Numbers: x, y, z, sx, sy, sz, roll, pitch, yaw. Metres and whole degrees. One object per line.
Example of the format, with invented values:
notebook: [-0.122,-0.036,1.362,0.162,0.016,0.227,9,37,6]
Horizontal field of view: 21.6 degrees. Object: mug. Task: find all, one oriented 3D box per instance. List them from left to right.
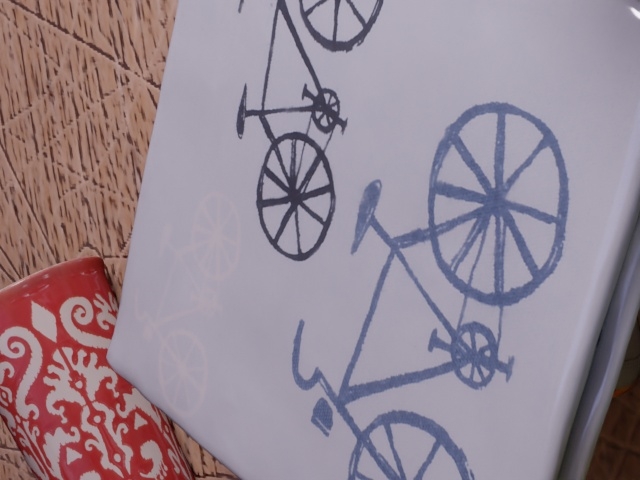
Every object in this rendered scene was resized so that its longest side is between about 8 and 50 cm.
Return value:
mug: [-0.156,0.111,1.145,0.113,0.150,0.169,-30,80,9]

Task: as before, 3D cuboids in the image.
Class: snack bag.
snack bag: [0.014,-0.001,0.824,0.342,0.037,0.323,31,117,43]

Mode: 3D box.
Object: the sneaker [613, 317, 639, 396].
sneaker: [0.108,-0.053,0.812,0.121,0.099,0.262,-28,81,42]
